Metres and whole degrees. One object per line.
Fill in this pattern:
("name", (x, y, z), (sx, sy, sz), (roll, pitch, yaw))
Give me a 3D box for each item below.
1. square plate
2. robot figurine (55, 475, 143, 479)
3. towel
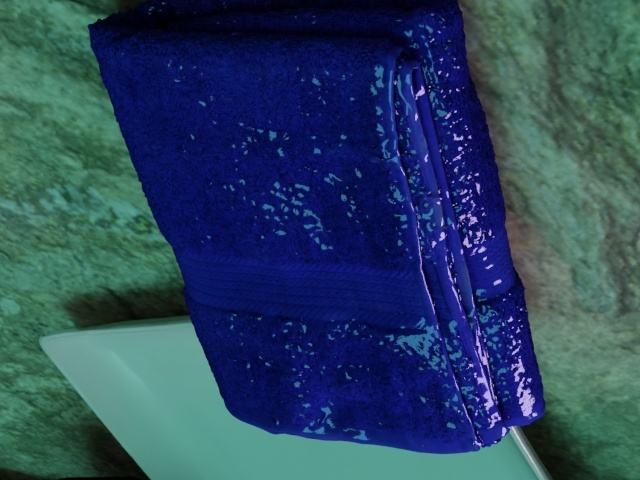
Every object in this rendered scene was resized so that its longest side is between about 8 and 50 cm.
("square plate", (0.011, 0.158, 1.078), (0.344, 0.049, 0.347), (-9, 130, 32))
("robot figurine", (-0.172, 0.338, 1.188), (0.173, 0.209, 0.278), (19, 127, 58))
("towel", (0.000, 0.000, 0.839), (0.227, 0.076, 0.308), (0, 127, 23))
